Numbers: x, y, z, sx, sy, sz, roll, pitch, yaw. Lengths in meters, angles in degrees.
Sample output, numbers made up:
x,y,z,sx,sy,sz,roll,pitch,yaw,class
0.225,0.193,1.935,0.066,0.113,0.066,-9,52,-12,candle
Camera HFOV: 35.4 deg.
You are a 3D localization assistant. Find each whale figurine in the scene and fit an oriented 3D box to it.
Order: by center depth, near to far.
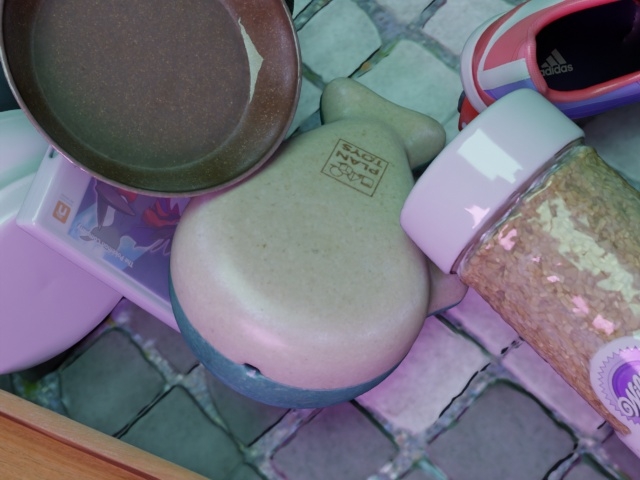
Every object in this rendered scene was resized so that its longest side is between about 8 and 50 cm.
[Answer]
x,y,z,sx,sy,sz,roll,pitch,yaw,class
0.000,0.000,0.720,0.216,0.141,0.272,25,49,1,whale figurine

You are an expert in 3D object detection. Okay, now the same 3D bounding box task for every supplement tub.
x,y,z,sx,sy,sz,roll,pitch,yaw,class
-0.280,-0.048,0.761,0.191,0.191,0.272,-45,64,-9,supplement tub

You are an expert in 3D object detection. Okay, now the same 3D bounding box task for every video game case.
x,y,z,sx,sy,sz,roll,pitch,yaw,class
-0.106,-0.045,0.714,0.023,0.201,0.183,3,65,34,video game case

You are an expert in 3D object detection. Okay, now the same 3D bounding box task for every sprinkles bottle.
x,y,z,sx,sy,sz,roll,pitch,yaw,class
0.209,0.067,0.589,0.121,0.121,0.355,-43,76,-8,sprinkles bottle

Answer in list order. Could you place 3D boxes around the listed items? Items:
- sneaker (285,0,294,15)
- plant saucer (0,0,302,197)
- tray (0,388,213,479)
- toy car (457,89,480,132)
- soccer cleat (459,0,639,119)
x,y,z,sx,sy,sz,roll,pitch,yaw,class
-0.073,-0.130,0.807,0.051,0.089,0.170,30,75,24,sneaker
-0.108,-0.120,0.642,0.199,0.036,0.198,6,76,-26,plant saucer
-0.278,0.199,0.711,0.411,0.076,0.202,18,70,20,tray
0.170,-0.211,0.808,0.239,0.053,0.225,-32,62,-3,toy car
0.259,-0.152,0.694,0.318,0.116,0.108,-17,99,-5,soccer cleat
